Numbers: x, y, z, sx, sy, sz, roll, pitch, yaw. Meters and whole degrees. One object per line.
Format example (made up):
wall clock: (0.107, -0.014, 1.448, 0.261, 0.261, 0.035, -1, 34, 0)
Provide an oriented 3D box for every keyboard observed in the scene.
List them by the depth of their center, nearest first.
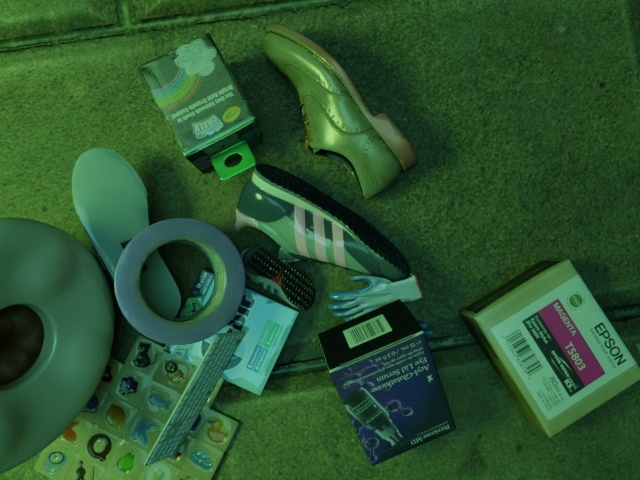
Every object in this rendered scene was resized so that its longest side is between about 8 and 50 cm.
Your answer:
keyboard: (-0.204, 0.255, 0.747, 0.014, 0.072, 0.255, 33, 99, 22)

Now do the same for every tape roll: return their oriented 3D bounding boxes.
tape roll: (-0.218, 0.062, 0.714, 0.189, 0.080, 0.188, 2, 86, -25)

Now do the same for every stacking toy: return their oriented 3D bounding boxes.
stacking toy: (-0.607, 0.131, 0.699, 0.481, 0.351, 0.350, 4, 86, 21)

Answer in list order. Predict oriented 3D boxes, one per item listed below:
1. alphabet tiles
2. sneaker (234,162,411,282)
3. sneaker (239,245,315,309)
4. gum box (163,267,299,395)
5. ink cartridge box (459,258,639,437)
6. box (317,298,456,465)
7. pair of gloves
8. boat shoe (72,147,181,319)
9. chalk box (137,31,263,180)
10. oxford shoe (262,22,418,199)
alphabet tiles: (-0.319, 0.356, 0.802, 0.285, 0.011, 0.342, 26, 87, 1)
sneaker: (0.000, 0.000, 0.799, 0.319, 0.112, 0.131, 33, 112, -2)
sneaker: (-0.079, 0.064, 0.805, 0.161, 0.075, 0.057, 39, 72, -25)
gum box: (-0.153, 0.156, 0.802, 0.185, 0.041, 0.156, 24, 86, 0)
ink cartridge box: (0.389, 0.176, 0.788, 0.193, 0.088, 0.234, -32, 87, -2)
box: (0.105, 0.225, 0.733, 0.153, 0.108, 0.207, -24, 112, -2)
pair of gloves: (0.103, 0.134, 0.776, 0.160, 0.023, 0.198, -15, 117, 4)
boat shoe: (-0.327, 0.000, 0.777, 0.113, 0.105, 0.306, -29, 97, -31)
chalk box: (-0.184, -0.204, 0.780, 0.133, 0.132, 0.212, -28, 88, -4)
oxford shoe: (0.007, -0.221, 0.790, 0.130, 0.123, 0.348, -44, 87, 2)
